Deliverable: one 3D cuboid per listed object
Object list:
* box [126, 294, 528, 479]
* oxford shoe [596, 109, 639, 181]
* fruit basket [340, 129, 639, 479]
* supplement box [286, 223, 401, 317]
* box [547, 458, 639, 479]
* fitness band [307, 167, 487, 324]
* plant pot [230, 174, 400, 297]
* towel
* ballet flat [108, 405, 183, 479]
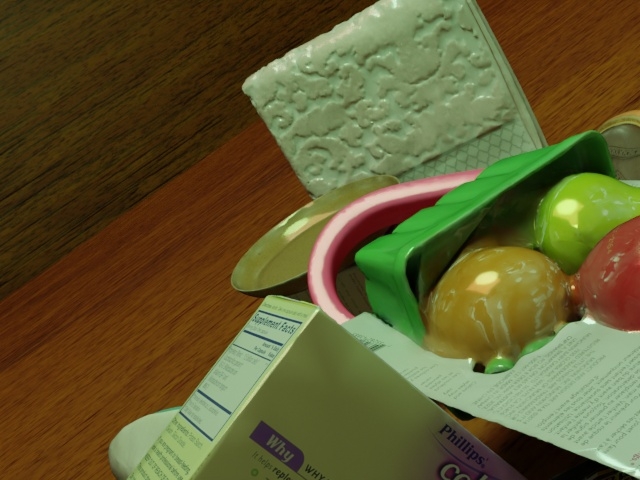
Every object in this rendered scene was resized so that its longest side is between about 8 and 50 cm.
[{"bbox_3d":[-0.013,0.197,0.690,0.243,0.213,0.117,-53,16,-10],"label":"box"},{"bbox_3d":[0.319,-0.032,1.025,0.133,0.130,0.363,-35,17,7],"label":"oxford shoe"},{"bbox_3d":[0.209,0.045,0.779,0.327,0.165,0.353,-32,30,-28],"label":"fruit basket"},{"bbox_3d":[0.071,0.050,1.233,0.220,0.114,0.111,-20,22,37],"label":"supplement box"},{"bbox_3d":[0.269,0.180,0.545,0.295,0.073,0.293,-33,18,20],"label":"box"},{"bbox_3d":[0.131,0.026,1.064,0.291,0.054,0.209,-10,57,7],"label":"fitness band"},{"bbox_3d":[0.000,0.000,1.247,0.236,0.032,0.236,-30,17,10],"label":"plant pot"},{"bbox_3d":[0.105,-0.152,1.385,0.332,0.317,0.053,-25,13,23],"label":"towel"},{"bbox_3d":[-0.077,0.224,1.009,0.400,0.139,0.139,-19,21,32],"label":"ballet flat"}]
